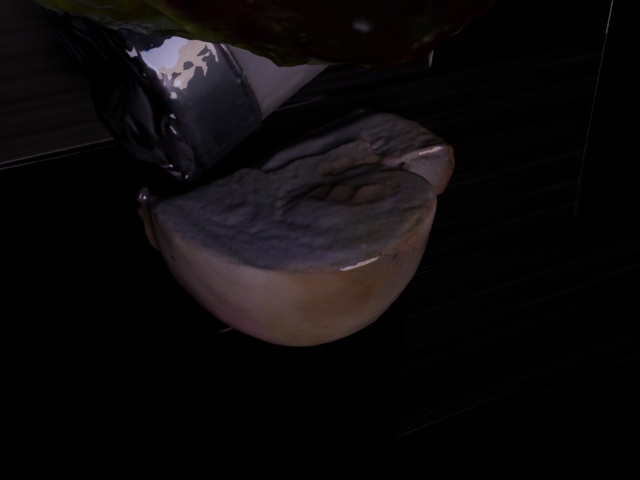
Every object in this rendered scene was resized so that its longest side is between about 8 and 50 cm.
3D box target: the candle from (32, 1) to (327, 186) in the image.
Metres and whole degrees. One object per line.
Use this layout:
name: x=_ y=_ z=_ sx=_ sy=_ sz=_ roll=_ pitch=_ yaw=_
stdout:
candle: x=-0.023 y=-0.198 z=0.742 sx=0.330 sy=0.187 sz=0.187 roll=-41 pitch=134 yaw=-8

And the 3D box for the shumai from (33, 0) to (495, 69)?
shumai: x=-0.011 y=-0.203 z=0.469 sx=0.309 sy=0.263 sz=0.304 roll=9 pitch=110 yaw=-43

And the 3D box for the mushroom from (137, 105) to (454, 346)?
mushroom: x=0.012 y=0.021 z=0.923 sx=0.236 sy=0.173 sz=0.162 roll=-25 pitch=133 yaw=-21
